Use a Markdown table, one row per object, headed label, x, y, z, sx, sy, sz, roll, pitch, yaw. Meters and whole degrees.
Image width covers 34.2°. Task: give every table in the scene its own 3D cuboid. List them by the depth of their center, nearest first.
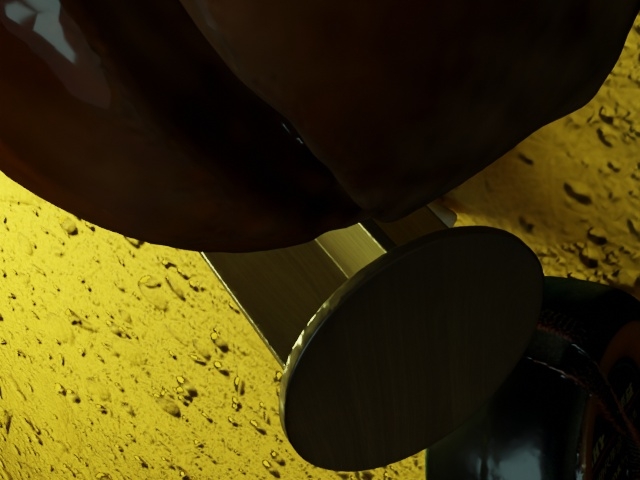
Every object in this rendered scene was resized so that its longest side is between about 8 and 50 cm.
| label | x | y | z | sx | sy | sz | roll | pitch | yaw |
| --- | --- | --- | --- | --- | --- | --- | --- | --- | --- |
| table | 0.000 | 0.000 | 0.632 | 0.227 | 0.167 | 0.167 | 50 | 147 | 42 |

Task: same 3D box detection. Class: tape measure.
| label | x | y | z | sx | sy | sz | roll | pitch | yaw |
| --- | --- | --- | --- | --- | --- | --- | --- | --- | --- |
| tape measure | 0.155 | 0.130 | 0.707 | 0.135 | 0.202 | 0.223 | 7 | 128 | 36 |

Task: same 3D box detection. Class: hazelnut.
| label | x | y | z | sx | sy | sz | roll | pitch | yaw |
| --- | --- | --- | --- | --- | --- | --- | --- | --- | --- |
| hazelnut | -0.010 | -0.190 | 0.468 | 0.359 | 0.410 | 0.359 | 26 | 169 | 5 |

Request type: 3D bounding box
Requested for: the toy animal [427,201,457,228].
| label | x | y | z | sx | sy | sz | roll | pitch | yaw |
| --- | --- | --- | --- | --- | --- | --- | --- | --- | --- |
| toy animal | -0.008 | -0.057 | 0.798 | 0.130 | 0.103 | 0.221 | -27 | 98 | 49 |
